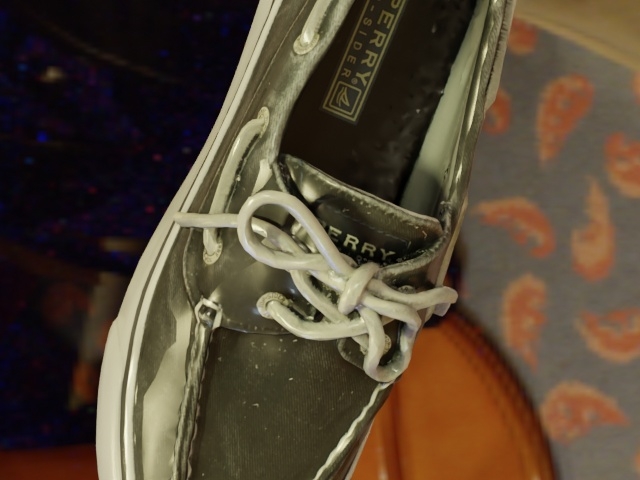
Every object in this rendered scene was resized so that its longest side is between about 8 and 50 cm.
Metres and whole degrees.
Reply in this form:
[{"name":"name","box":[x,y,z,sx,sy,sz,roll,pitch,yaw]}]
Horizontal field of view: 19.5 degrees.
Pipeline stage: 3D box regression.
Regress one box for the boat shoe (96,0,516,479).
[{"name":"boat shoe","box":[0.004,0.001,0.705,0.306,0.113,0.105,-66,17,-3]}]
